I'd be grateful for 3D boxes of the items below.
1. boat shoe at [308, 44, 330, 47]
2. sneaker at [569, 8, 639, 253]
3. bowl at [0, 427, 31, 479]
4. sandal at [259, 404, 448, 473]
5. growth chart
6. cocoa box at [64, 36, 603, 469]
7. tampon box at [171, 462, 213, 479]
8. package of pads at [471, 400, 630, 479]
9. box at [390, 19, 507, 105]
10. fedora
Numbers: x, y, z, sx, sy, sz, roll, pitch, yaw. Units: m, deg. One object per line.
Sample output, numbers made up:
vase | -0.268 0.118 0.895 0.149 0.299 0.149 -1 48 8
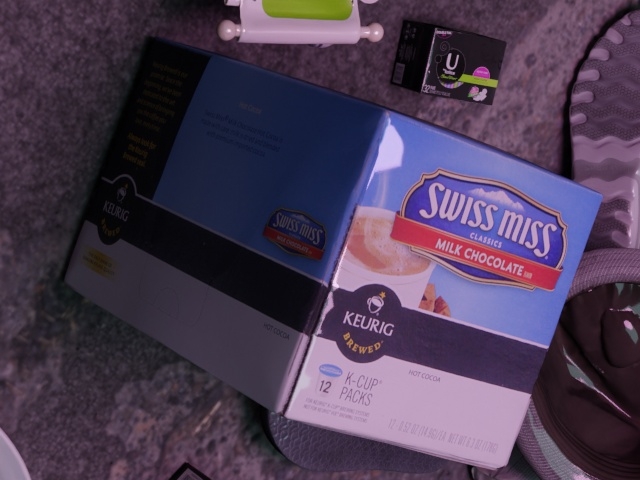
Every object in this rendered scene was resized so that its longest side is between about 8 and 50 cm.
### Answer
boat shoe | -0.064 -0.264 1.419 0.088 0.096 0.267 -33 118 -17
sneaker | 0.300 -0.090 1.726 0.115 0.105 0.281 4 103 -62
bowl | -0.375 0.228 1.336 0.298 0.134 0.298 -10 108 -31
sandal | 0.030 0.169 1.641 0.254 0.054 0.097 22 99 -45
growth chart | -0.024 -0.265 1.380 0.172 0.021 0.237 -13 102 -28
cocoa box | 0.000 0.000 1.382 0.231 0.347 0.228 18 93 -37
tampon box | -0.079 0.298 1.558 0.101 0.120 0.161 -47 124 -12
package of pads | 0.300 0.279 1.815 0.229 0.101 0.296 -40 121 -19
box | 0.116 -0.160 1.592 0.083 0.052 0.062 6 101 -33
fedora | 0.291 0.120 1.644 0.244 0.124 0.275 -29 104 18
